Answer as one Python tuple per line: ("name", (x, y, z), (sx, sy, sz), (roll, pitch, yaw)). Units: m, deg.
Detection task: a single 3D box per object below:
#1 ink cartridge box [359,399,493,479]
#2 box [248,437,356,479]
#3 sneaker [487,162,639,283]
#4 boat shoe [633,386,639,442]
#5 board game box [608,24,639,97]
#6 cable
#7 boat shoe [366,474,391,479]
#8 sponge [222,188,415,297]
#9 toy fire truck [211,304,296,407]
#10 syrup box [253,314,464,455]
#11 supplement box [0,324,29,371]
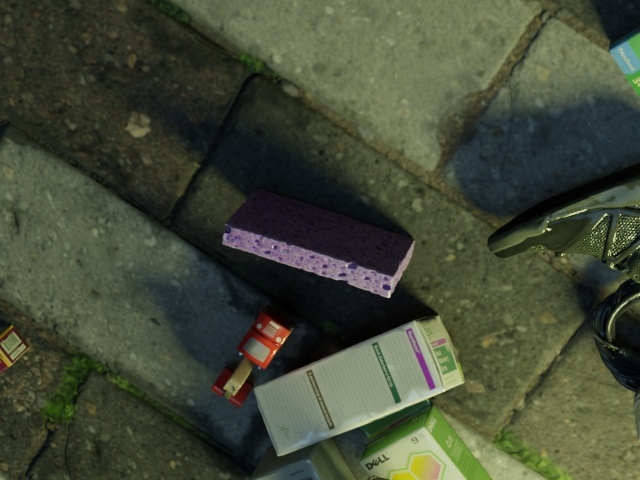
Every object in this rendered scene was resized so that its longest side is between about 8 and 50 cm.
("ink cartridge box", (0.126, 0.283, 1.641), (0.109, 0.062, 0.209), (-33, 99, 27))
("box", (-0.021, 0.320, 1.686), (0.102, 0.087, 0.101), (-23, 104, 25))
("sneaker", (0.309, 0.003, 1.452), (0.227, 0.087, 0.130), (-20, 99, 18))
("boat shoe", (0.490, 0.242, 1.480), (0.267, 0.088, 0.096), (23, 134, -4))
("board game box", (0.439, -0.196, 1.355), (0.211, 0.039, 0.160), (-32, 100, 25))
("cable", (0.405, 0.118, 1.502), (0.184, 0.047, 0.150), (12, 120, 7))
("boat shoe", (0.068, 0.393, 1.628), (0.097, 0.116, 0.324), (36, 152, 33))
("sponge", (0.000, 0.000, 1.526), (0.210, 0.117, 0.031), (18, 118, 9))
("toy fire truck", (-0.087, 0.148, 1.604), (0.047, 0.192, 0.135), (35, 90, 1))
("syrup box", (0.048, 0.178, 1.581), (0.237, 0.093, 0.096), (-24, 83, 20))
("supplement box", (-0.452, 0.161, 1.765), (0.083, 0.055, 0.043), (-31, 101, 26))
